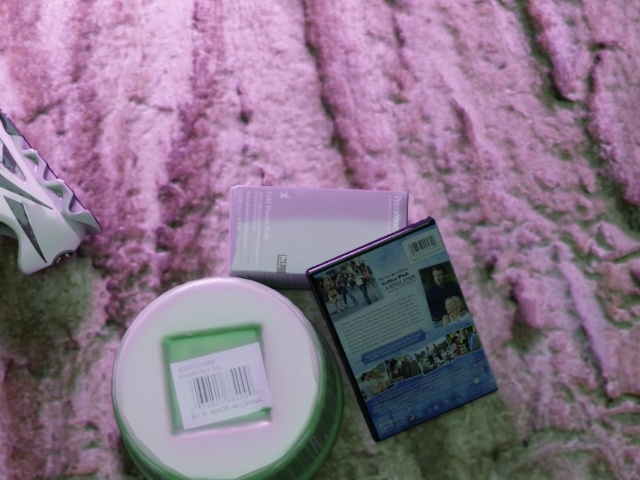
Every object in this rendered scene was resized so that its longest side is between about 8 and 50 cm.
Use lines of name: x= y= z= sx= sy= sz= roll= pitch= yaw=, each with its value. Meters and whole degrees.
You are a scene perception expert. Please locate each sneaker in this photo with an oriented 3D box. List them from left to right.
sneaker: x=-0.460 y=-0.093 z=1.752 sx=0.146 sy=0.122 sz=0.330 roll=-39 pitch=75 yaw=-11

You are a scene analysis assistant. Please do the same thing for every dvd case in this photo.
dvd case: x=0.107 y=0.117 z=1.649 sx=0.180 sy=0.022 sz=0.253 roll=-23 pitch=104 yaw=-4

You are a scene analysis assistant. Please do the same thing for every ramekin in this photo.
ramekin: x=-0.123 y=0.192 z=1.633 sx=0.303 sy=0.148 sz=0.303 roll=-1 pitch=73 yaw=2

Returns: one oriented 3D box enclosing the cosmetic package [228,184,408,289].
cosmetic package: x=0.000 y=0.000 z=1.711 sx=0.238 sy=0.107 sz=0.127 roll=0 pitch=75 yaw=4
